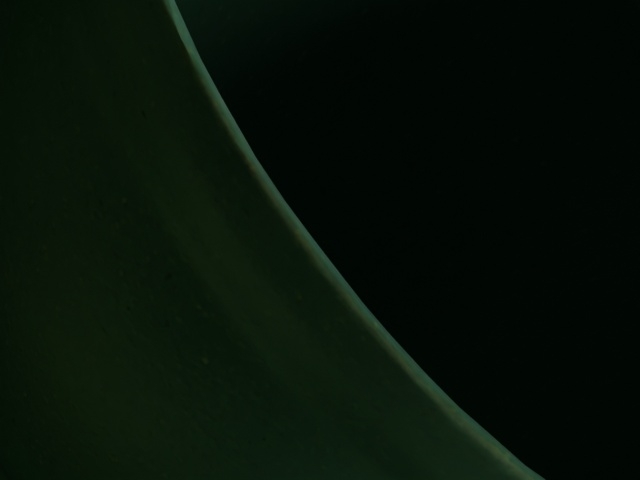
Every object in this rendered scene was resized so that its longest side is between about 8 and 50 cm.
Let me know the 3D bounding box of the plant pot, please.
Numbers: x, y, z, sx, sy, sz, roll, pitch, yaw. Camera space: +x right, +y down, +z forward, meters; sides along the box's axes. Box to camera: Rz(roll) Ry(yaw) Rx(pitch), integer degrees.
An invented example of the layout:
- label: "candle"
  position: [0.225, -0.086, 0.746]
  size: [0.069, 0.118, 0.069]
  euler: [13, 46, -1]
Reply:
- label: "plant pot"
  position: [0.000, 0.000, 0.473]
  size: [0.196, 0.293, 0.293]
  euler: [-37, -165, 34]
